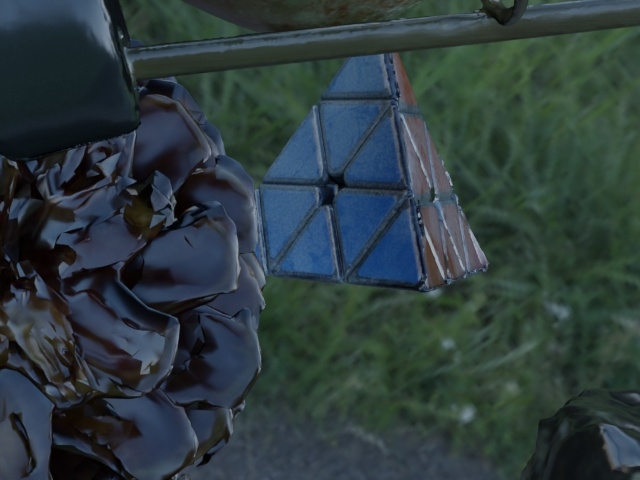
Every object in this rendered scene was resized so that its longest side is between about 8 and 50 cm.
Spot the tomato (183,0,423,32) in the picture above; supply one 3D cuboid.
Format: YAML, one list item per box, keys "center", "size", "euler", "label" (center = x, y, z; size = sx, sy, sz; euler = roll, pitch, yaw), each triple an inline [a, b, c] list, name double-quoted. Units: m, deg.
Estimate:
- center: [-0.024, -0.227, 0.855]
  size: [0.270, 0.223, 0.270]
  euler: [25, 28, -15]
  label: "tomato"

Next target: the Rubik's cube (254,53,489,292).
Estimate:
- center: [0.000, 0.000, 1.046]
  size: [0.190, 0.178, 0.211]
  euler: [-80, 147, -64]
  label: "Rubik's cube"

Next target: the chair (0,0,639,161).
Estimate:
- center: [0.005, -0.095, 0.437]
  size: [0.221, 0.104, 0.095]
  euler: [-16, 62, -4]
  label: "chair"

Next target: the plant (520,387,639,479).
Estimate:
- center: [0.101, 0.210, 0.462]
  size: [0.181, 0.194, 0.321]
  euler: [9, 99, -33]
  label: "plant"

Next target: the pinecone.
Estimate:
- center: [-0.112, 0.018, 0.541]
  size: [0.221, 0.221, 0.221]
  euler: [24, 46, -28]
  label: "pinecone"
